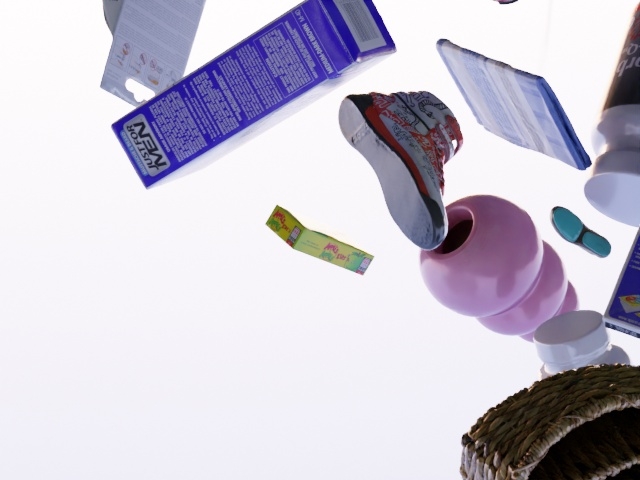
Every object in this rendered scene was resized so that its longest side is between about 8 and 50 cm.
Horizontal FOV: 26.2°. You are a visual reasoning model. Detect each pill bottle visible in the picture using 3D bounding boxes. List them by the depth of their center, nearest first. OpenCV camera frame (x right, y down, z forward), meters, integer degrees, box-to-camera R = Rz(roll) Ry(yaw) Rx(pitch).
[{"bbox_3d":[0.417,0.249,2.100,0.152,0.272,0.152,-19,-164,6],"label":"pill bottle"},{"bbox_3d":[0.563,-0.213,2.247,0.210,0.210,0.363,13,-115,21],"label":"pill bottle"}]

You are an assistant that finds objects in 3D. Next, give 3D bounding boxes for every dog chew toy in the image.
[{"bbox_3d":[0.312,0.064,2.285,0.332,0.206,0.206,38,-176,-36],"label":"dog chew toy"}]

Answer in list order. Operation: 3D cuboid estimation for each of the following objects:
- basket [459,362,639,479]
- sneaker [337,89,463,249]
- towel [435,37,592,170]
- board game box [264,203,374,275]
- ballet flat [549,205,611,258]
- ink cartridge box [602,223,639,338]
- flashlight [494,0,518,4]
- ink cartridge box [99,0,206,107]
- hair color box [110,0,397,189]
[{"bbox_3d":[0.345,0.290,1.649,0.299,0.213,0.223,-15,-149,-22],"label":"basket"},{"bbox_3d":[0.142,-0.105,1.827,0.145,0.090,0.270,-9,-131,-28],"label":"sneaker"},{"bbox_3d":[0.309,-0.223,2.218,0.034,0.209,0.285,-43,-145,-10],"label":"towel"},{"bbox_3d":[0.000,0.000,2.361,0.181,0.043,0.092,21,-167,-44],"label":"board game box"},{"bbox_3d":[0.505,-0.013,2.724,0.168,0.057,0.052,35,169,-22],"label":"ballet flat"},{"bbox_3d":[0.528,0.059,1.923,0.206,0.045,0.208,20,-106,19],"label":"ink cartridge box"},{"bbox_3d":[0.262,-0.378,1.911,0.103,0.103,0.304,-7,-170,3],"label":"flashlight"},{"bbox_3d":[-0.270,-0.318,2.106,0.066,0.232,0.189,15,174,32],"label":"ink cartridge box"},{"bbox_3d":[-0.085,-0.199,1.792,0.339,0.110,0.185,-27,-178,24],"label":"hair color box"}]
